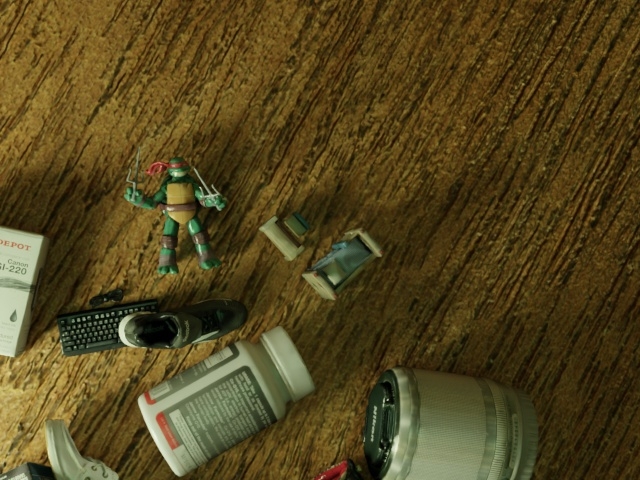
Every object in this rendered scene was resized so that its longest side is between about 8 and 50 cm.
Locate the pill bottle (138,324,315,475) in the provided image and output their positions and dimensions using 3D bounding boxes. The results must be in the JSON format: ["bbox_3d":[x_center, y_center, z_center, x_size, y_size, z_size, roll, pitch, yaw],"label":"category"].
[{"bbox_3d":[-0.162,0.278,1.474,0.283,0.161,0.161,-28,93,-10],"label":"pill bottle"}]

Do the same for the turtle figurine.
[{"bbox_3d":[-0.250,-0.062,1.496,0.175,0.118,0.234,-4,104,4],"label":"turtle figurine"}]

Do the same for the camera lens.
[{"bbox_3d":[0.227,0.351,1.512,0.274,0.219,0.219,10,86,-10],"label":"camera lens"}]

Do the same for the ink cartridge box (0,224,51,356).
[{"bbox_3d":[-0.575,0.079,1.443,0.158,0.092,0.218,13,84,-10],"label":"ink cartridge box"}]

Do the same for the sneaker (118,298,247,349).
[{"bbox_3d":[-0.236,0.155,1.484,0.234,0.106,0.078,-7,95,-21],"label":"sneaker"}]

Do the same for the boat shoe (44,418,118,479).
[{"bbox_3d":[-0.403,0.428,1.461,0.096,0.098,0.277,-21,101,-11],"label":"boat shoe"}]

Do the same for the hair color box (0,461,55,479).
[{"bbox_3d":[-0.484,0.561,1.354,0.174,0.105,0.347,-26,67,-2],"label":"hair color box"}]

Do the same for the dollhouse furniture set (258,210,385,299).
[{"bbox_3d":[0.000,0.000,1.531,0.129,0.129,0.184,-43,95,-9],"label":"dollhouse furniture set"}]

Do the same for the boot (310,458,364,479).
[{"bbox_3d":[0.116,0.517,1.422,0.138,0.377,0.284,-42,90,-22],"label":"boot"}]

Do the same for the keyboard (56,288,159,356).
[{"bbox_3d":[-0.384,0.144,1.510,0.180,0.023,0.108,-9,89,-11],"label":"keyboard"}]
